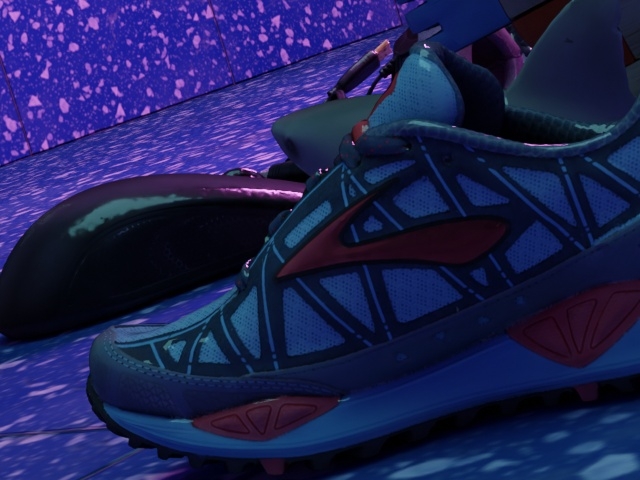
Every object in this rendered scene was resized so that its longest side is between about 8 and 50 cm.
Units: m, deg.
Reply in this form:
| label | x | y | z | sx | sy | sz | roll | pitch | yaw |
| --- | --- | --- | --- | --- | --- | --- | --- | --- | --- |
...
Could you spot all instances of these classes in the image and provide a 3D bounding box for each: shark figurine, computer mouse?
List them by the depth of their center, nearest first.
| label | x | y | z | sx | sy | sz | roll | pitch | yaw |
| --- | --- | --- | --- | --- | --- | --- | --- | --- | --- |
| shark figurine | 0.133 | -0.055 | 0.805 | 0.278 | 0.116 | 0.166 | -3 | 21 | -15 |
| computer mouse | -0.084 | -0.015 | 1.193 | 0.272 | 0.072 | 0.188 | -20 | 9 | -24 |
| computer mouse | 0.103 | -0.180 | 1.789 | 0.262 | 0.060 | 0.184 | -48 | 14 | -4 |

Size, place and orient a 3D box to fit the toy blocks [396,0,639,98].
| label | x | y | z | sx | sy | sz | roll | pitch | yaw |
| --- | --- | --- | --- | --- | --- | --- | --- | --- | --- |
| toy blocks | 0.137 | -0.190 | 1.005 | 0.261 | 0.381 | 0.191 | -27 | 3 | 19 |

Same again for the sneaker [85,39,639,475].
| label | x | y | z | sx | sy | sz | roll | pitch | yaw |
| --- | --- | --- | --- | --- | --- | --- | --- | --- | --- |
| sneaker | 0.036 | -0.004 | 0.654 | 0.262 | 0.125 | 0.104 | -15 | 7 | 13 |

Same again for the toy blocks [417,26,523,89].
| label | x | y | z | sx | sy | sz | roll | pitch | yaw |
| --- | --- | --- | --- | --- | --- | --- | --- | --- | --- |
| toy blocks | 0.222 | -0.232 | 1.253 | 0.309 | 0.260 | 0.289 | -19 | 3 | 42 |

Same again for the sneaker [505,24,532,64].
| label | x | y | z | sx | sy | sz | roll | pitch | yaw |
| --- | --- | --- | --- | --- | --- | --- | --- | --- | --- |
| sneaker | 0.273 | -0.189 | 1.650 | 0.283 | 0.110 | 0.122 | -27 | -34 | 37 |
